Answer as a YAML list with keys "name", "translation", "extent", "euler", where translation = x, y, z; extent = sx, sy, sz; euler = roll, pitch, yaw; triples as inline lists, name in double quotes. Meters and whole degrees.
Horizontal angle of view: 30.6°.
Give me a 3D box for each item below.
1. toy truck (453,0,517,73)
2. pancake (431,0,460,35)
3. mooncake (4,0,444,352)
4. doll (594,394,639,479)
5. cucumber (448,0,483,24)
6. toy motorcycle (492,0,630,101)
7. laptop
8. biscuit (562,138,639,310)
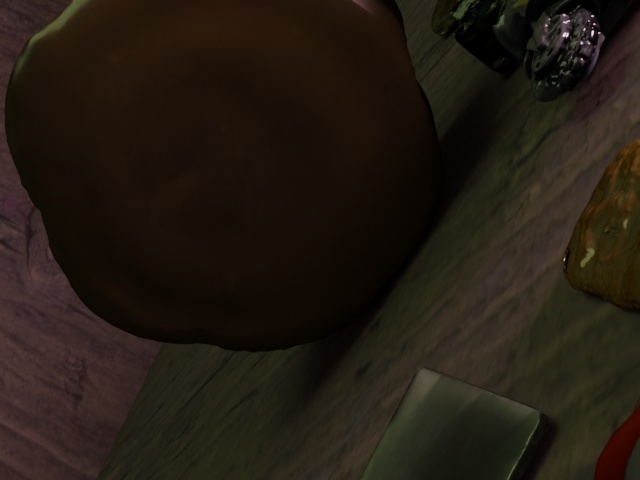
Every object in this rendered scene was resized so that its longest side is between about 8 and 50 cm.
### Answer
- name: "toy truck"
  translation: [0.211, -0.239, 1.200]
  extent: [0.088, 0.074, 0.201]
  euler: [-56, 9, -13]
- name: "pancake"
  translation: [0.226, -0.396, 1.683]
  extent: [0.222, 0.042, 0.236]
  euler: [-62, 8, 5]
- name: "mooncake"
  translation: [-0.098, -0.119, 1.279]
  extent: [0.467, 0.467, 0.262]
  euler: [-57, 10, 13]
- name: "doll"
  translation: [0.202, 0.043, 0.356]
  extent: [0.336, 0.105, 0.200]
  euler: [-40, 21, 40]
- name: "cucumber"
  translation: [0.240, -0.348, 1.425]
  extent: [0.215, 0.058, 0.052]
  euler: [-53, -23, 16]
- name: "toy motorcycle"
  translation: [0.235, -0.254, 1.016]
  extent: [0.307, 0.108, 0.173]
  euler: [-66, 12, -7]
- name: "laptop"
  translation: [0.066, 0.185, 0.819]
  extent: [0.188, 0.015, 0.269]
  euler: [-60, 10, -6]
- name: "biscuit"
  translation: [0.205, -0.014, 0.687]
  extent: [0.118, 0.029, 0.247]
  euler: [-60, 10, -2]
